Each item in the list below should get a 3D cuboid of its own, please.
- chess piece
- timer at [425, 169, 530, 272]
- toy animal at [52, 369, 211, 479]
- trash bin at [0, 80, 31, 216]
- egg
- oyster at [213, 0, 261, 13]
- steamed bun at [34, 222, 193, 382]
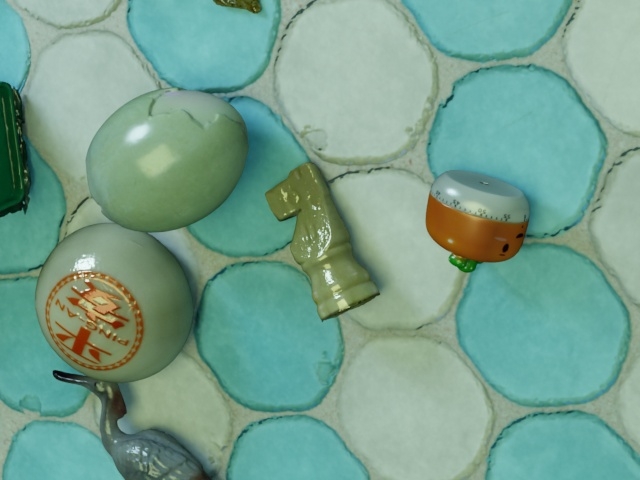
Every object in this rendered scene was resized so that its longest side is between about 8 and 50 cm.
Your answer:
[{"bbox_3d":[0.000,0.000,1.797,0.090,0.090,0.200,-27,83,25],"label":"chess piece"},{"bbox_3d":[0.192,-0.017,1.698,0.136,0.099,0.136,4,99,30],"label":"timer"},{"bbox_3d":[-0.258,0.319,1.969,0.195,0.090,0.324,-17,100,24],"label":"toy animal"},{"bbox_3d":[-0.626,-0.101,1.909,0.381,0.259,0.295,0,104,18],"label":"trash bin"},{"bbox_3d":[-0.190,-0.109,1.775,0.217,0.183,0.183,-16,98,24],"label":"egg"},{"bbox_3d":[-0.119,-0.330,1.770,0.093,0.034,0.051,16,117,12],"label":"oyster"},{"bbox_3d":[-0.298,0.094,1.893,0.232,0.145,0.232,6,106,20],"label":"steamed bun"}]
